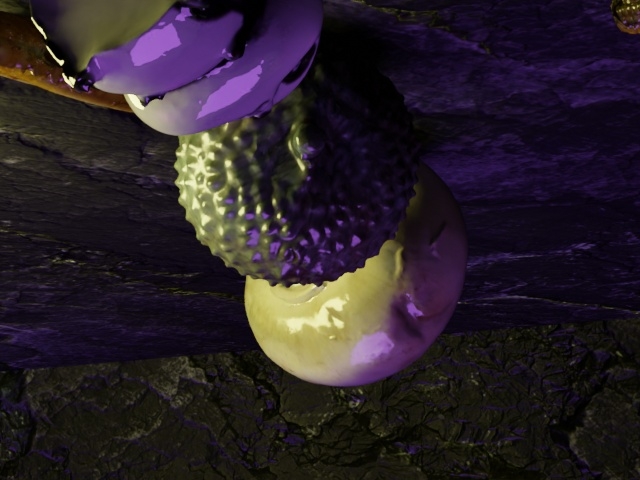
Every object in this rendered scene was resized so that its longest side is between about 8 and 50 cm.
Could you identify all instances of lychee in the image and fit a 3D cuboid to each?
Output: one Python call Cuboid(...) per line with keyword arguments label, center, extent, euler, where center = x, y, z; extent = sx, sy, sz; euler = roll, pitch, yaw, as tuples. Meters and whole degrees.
Cuboid(label="lychee", center=(-0.024, -0.078, 1.193), extent=(0.255, 0.255, 0.274), euler=(-2, 180, -4))

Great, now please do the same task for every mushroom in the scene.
Cuboid(label="mushroom", center=(0.014, 0.017, 1.472), extent=(0.356, 0.315, 0.315), euler=(32, 174, 17))

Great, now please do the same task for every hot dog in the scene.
Cuboid(label="hot dog", center=(-0.227, -0.170, 1.138), extent=(0.083, 0.068, 0.289), euler=(15, -176, 41))

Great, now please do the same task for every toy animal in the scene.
Cuboid(label="toy animal", center=(-0.099, -0.180, 0.925), extent=(0.187, 0.165, 0.235), euler=(-28, 154, 20))

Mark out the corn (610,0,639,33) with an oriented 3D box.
Cuboid(label="corn", center=(0.346, -0.232, 1.004), extent=(0.203, 0.072, 0.072), euler=(-16, 160, 42))
